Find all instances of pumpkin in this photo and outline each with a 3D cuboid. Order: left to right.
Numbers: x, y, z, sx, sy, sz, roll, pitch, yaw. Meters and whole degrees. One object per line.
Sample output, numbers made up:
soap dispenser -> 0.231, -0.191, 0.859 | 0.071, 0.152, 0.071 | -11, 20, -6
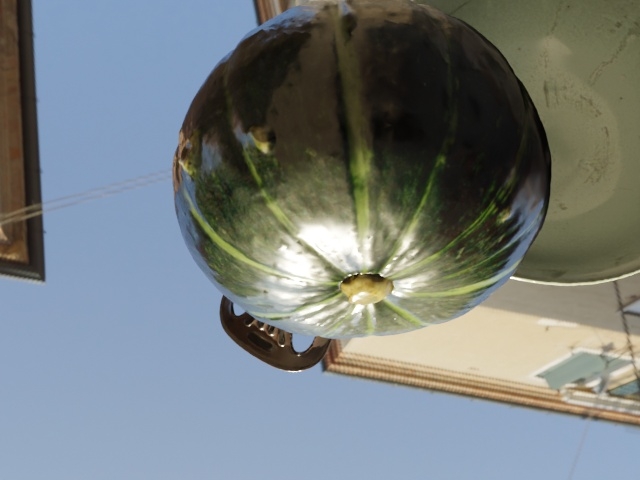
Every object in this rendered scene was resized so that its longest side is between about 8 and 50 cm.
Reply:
pumpkin -> 0.033, -0.052, 0.673 | 0.323, 0.323, 0.241 | 0, -133, -11

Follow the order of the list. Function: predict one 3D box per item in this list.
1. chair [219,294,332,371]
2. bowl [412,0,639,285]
chair -> 0.000, 0.000, 1.082 | 0.176, 0.326, 0.183 | 30, -153, 14
bowl -> 0.283, -0.142, 0.998 | 0.435, 0.196, 0.434 | -1, -101, 6
